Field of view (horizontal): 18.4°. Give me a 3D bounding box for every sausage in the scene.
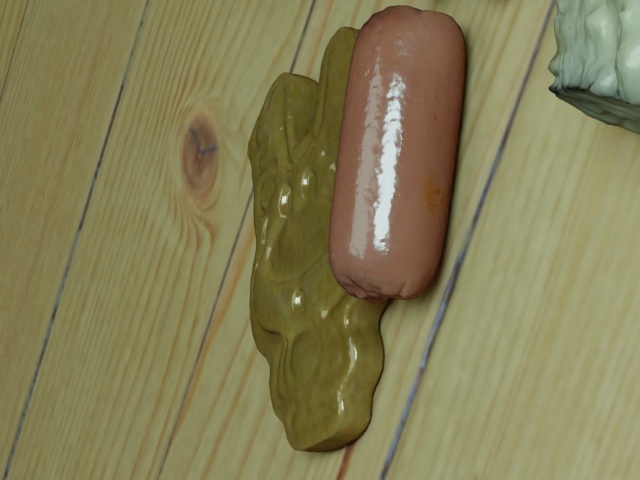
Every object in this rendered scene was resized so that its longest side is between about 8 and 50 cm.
[{"bbox_3d":[0.039,-0.044,1.027,0.062,0.062,0.154,-3,78,61],"label":"sausage"}]

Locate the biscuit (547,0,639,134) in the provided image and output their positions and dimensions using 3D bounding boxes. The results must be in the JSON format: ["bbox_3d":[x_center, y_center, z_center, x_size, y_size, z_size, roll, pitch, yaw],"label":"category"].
[{"bbox_3d":[0.154,-0.118,0.743,0.281,0.084,0.179,177,91,-76],"label":"biscuit"}]

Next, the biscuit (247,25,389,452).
[{"bbox_3d":[-0.001,0.002,1.122,0.144,0.040,0.236,143,132,-59],"label":"biscuit"}]
